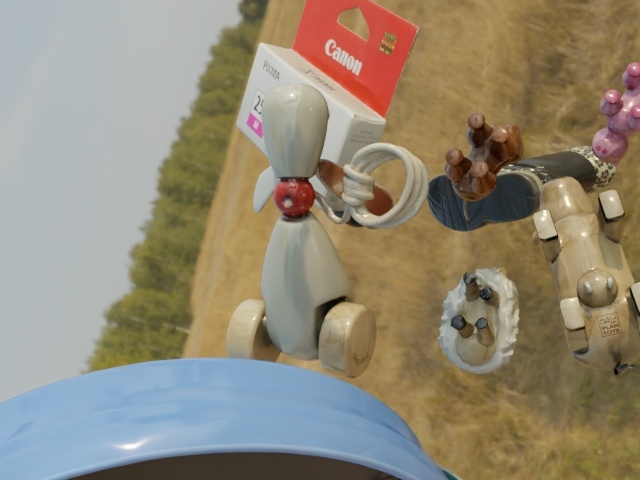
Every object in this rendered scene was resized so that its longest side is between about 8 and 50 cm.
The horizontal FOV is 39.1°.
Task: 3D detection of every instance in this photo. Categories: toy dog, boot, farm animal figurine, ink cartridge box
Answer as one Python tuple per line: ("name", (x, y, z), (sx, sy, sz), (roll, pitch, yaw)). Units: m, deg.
("toy dog", (0.000, 0.000, 1.022), (0.161, 0.220, 0.334), (-28, -39, -64))
("boot", (0.281, -0.076, 1.287), (0.236, 0.178, 0.085), (-1, 104, 60))
("farm animal figurine", (0.300, -0.009, 0.952), (0.172, 0.330, 0.327), (51, -137, -63))
("ink cartridge box", (-0.003, -0.203, 1.159), (0.275, 0.060, 0.239), (47, 126, 49))

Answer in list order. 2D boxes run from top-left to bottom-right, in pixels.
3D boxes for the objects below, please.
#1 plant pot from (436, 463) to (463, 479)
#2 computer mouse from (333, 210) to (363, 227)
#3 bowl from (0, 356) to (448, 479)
("plant pot", (0.101, 0.511, 1.374), (0.255, 0.271, 0.272), (-47, 24, 41))
("computer mouse", (-0.017, -0.100, 1.438), (0.071, 0.242, 0.041), (-48, -3, -41))
("bowl", (-0.096, 0.222, 0.577), (0.077, 0.390, 0.391), (-108, 32, -47))
